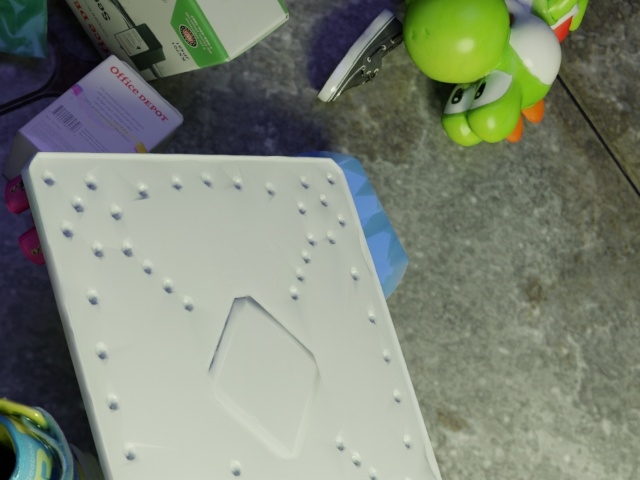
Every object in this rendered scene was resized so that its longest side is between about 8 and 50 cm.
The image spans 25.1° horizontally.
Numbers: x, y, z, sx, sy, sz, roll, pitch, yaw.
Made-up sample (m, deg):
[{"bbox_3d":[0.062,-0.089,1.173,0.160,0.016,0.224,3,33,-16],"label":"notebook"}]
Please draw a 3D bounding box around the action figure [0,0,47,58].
[{"bbox_3d":[-0.372,-0.235,1.329,0.232,0.063,0.137,2,68,-25],"label":"action figure"}]

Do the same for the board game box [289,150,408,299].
[{"bbox_3d":[0.000,0.000,1.389,0.133,0.033,0.169,-25,81,-14],"label":"board game box"}]

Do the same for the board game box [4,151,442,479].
[{"bbox_3d":[-0.060,0.118,1.188,0.390,0.050,0.390,-3,73,-52],"label":"board game box"}]

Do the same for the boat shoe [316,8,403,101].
[{"bbox_3d":[0.047,-0.186,1.484,0.040,0.049,0.142,39,57,-2],"label":"boat shoe"}]

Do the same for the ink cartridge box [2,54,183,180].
[{"bbox_3d":[-0.203,-0.090,1.316,0.092,0.090,0.143,44,58,1],"label":"ink cartridge box"}]

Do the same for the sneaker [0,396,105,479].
[{"bbox_3d":[-0.188,0.205,1.122,0.319,0.208,0.127,5,64,-20],"label":"sneaker"}]

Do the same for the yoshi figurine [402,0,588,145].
[{"bbox_3d":[0.194,-0.275,1.509,0.203,0.203,0.362,23,62,0],"label":"yoshi figurine"}]

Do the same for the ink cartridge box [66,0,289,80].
[{"bbox_3d":[-0.146,-0.233,1.313,0.087,0.208,0.153,-42,110,-28],"label":"ink cartridge box"}]
